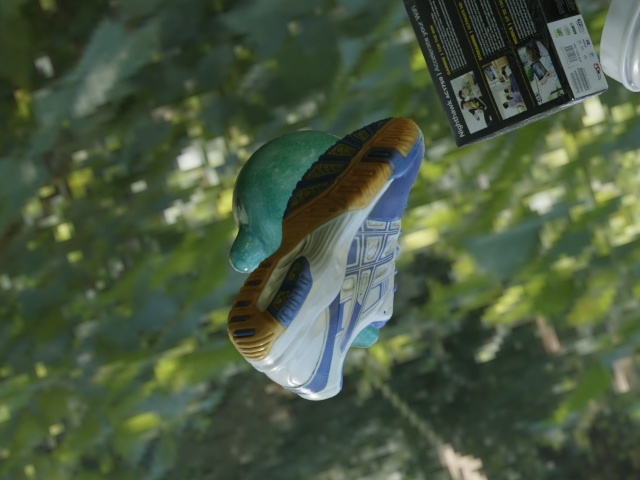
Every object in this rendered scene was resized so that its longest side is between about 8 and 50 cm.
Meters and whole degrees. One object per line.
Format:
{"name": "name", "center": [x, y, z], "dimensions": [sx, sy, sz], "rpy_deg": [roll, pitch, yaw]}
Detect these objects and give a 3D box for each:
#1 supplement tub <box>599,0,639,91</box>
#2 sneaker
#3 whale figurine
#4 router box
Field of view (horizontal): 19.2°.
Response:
{"name": "supplement tub", "center": [0.470, -0.182, 1.870], "dimensions": [0.331, 0.241, 0.241], "rpy_deg": [31, -154, 23]}
{"name": "sneaker", "center": [0.025, 0.018, 1.843], "dimensions": [0.112, 0.131, 0.296], "rpy_deg": [6, -123, 52]}
{"name": "whale figurine", "center": [0.000, 0.000, 2.255], "dimensions": [0.216, 0.272, 0.141], "rpy_deg": [-10, 172, -18]}
{"name": "router box", "center": [0.131, -0.175, 1.454], "dimensions": [0.046, 0.179, 0.133], "rpy_deg": [-19, 179, -42]}
